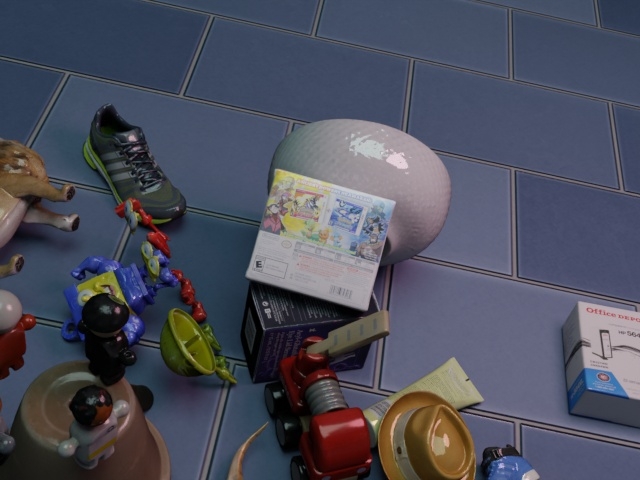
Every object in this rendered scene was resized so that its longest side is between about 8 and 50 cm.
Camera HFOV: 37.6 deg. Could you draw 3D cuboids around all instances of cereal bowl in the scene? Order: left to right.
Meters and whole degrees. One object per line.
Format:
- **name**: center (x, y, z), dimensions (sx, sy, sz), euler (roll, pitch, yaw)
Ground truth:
- **cereal bowl**: center (0.062, -0.055, 1.676), dimensions (0.339, 0.339, 0.141), euler (13, 58, -1)

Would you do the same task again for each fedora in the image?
- **fedora**: center (0.184, 0.323, 1.476), dimensions (0.194, 0.079, 0.194), euler (13, 60, -23)

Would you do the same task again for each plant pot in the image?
- **plant pot**: center (-0.340, 0.290, 1.321), dimensions (0.263, 0.229, 0.263), euler (6, 46, -6)

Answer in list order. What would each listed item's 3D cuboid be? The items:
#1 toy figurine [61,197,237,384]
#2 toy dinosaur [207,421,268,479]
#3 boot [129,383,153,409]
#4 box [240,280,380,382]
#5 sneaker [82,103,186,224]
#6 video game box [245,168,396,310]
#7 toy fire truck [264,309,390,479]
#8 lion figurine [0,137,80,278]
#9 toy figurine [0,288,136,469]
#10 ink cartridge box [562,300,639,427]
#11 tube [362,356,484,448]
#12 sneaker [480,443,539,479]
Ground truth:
- **toy figurine**: center (-0.322, 0.132, 1.576), dimensions (0.217, 0.191, 0.363), euler (-30, 62, 1)
- **toy dinosaur**: center (-0.132, 0.378, 1.414), dimensions (0.112, 0.064, 0.211), euler (12, 52, -27)
- **boot**: center (-0.336, 0.237, 1.501), dimensions (0.114, 0.106, 0.037), euler (4, 67, 31)
- **box**: center (-0.020, 0.143, 1.586), dimensions (0.207, 0.153, 0.108), euler (-6, 49, -17)
- **sneaker**: center (-0.361, -0.145, 1.802), dimensions (0.111, 0.121, 0.300), euler (-29, 59, -33)
- **video game box**: center (0.000, 0.000, 1.522), dimensions (0.205, 0.048, 0.187), euler (16, 83, 1)
- **toy fire truck**: center (0.027, 0.235, 1.442), dimensions (0.158, 0.246, 0.217), euler (-8, 49, -19)
- **lion figurine**: center (-0.575, -0.021, 1.628), dimensions (0.240, 0.142, 0.392), euler (17, 50, 13)
- **toy figurine**: center (-0.341, 0.170, 1.171), dimensions (0.213, 0.148, 0.210), euler (5, 46, -8)
- **ink cartridge box**: center (0.523, 0.219, 1.683), dimensions (0.148, 0.086, 0.203), euler (11, 46, -2)
- **tube**: center (0.165, 0.275, 1.574), dimensions (0.240, 0.070, 0.062), euler (-20, 15, -32)
- **sneaker**: center (0.272, 0.377, 1.493), dimensions (0.152, 0.058, 0.084), euler (-20, 60, -33)
